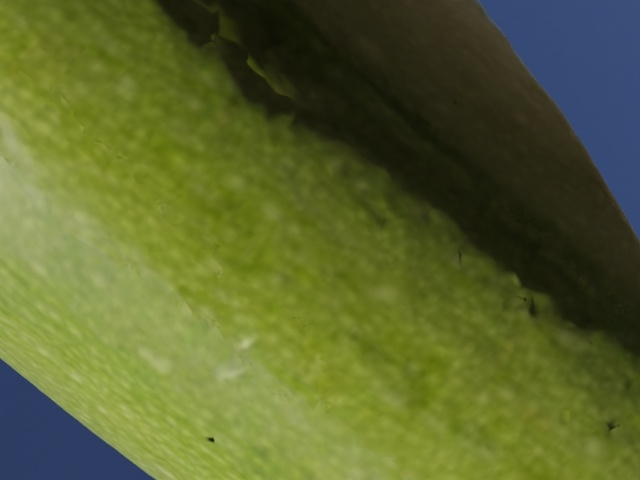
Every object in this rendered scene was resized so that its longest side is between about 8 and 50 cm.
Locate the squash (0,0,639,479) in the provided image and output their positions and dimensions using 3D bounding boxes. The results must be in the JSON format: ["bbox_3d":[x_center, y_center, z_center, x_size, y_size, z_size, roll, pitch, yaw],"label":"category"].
[{"bbox_3d":[0.000,0.000,0.442,0.260,0.189,0.189,36,-127,-9],"label":"squash"}]
